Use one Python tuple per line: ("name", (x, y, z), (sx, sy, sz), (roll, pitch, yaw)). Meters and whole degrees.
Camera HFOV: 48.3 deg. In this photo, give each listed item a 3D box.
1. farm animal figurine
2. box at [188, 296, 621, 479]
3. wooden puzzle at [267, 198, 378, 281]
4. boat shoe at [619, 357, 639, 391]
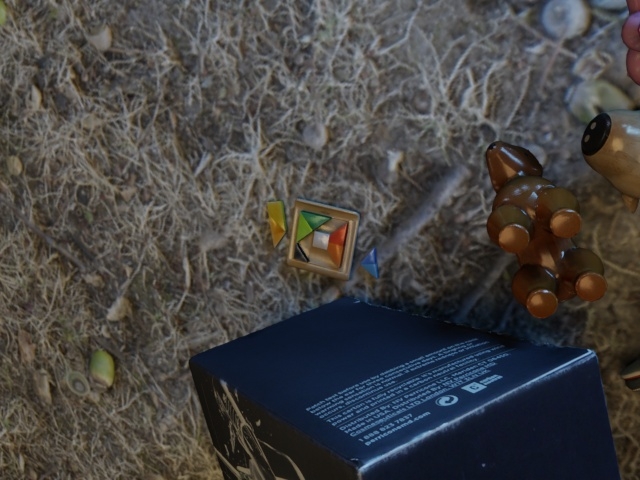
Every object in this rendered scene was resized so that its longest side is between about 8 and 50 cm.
("farm animal figurine", (0.280, -0.063, 0.478), (0.327, 0.172, 0.330), (38, 108, -3))
("box", (0.065, 0.245, 0.558), (0.312, 0.179, 0.343), (4, 111, 64))
("wooden puzzle", (0.000, 0.000, 0.691), (0.116, 0.014, 0.078), (7, 108, 21))
("boat shoe", (0.312, 0.100, 0.567), (0.137, 0.049, 0.043), (-22, 92, 21))
